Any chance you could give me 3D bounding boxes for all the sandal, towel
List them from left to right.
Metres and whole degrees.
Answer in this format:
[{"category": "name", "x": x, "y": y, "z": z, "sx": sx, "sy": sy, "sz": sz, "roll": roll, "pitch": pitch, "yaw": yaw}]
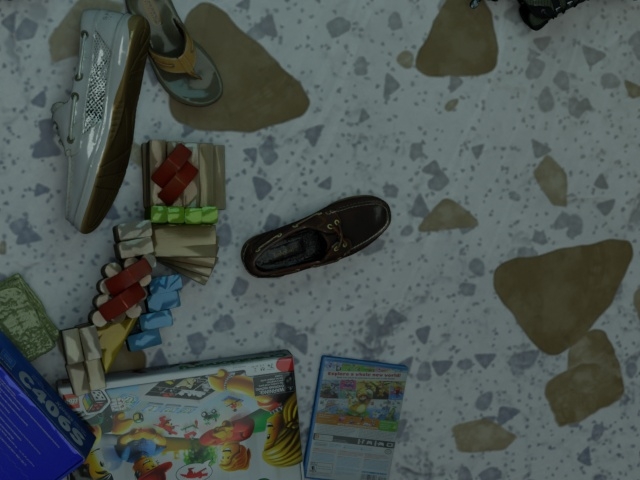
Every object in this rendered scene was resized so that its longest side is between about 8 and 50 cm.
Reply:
[{"category": "towel", "x": -0.412, "y": 0.120, "z": 1.967, "sx": 0.148, "sy": 0.027, "sz": 0.110, "roll": -32, "pitch": 104, "yaw": -6}, {"category": "sandal", "x": -0.185, "y": -0.244, "z": 1.949, "sx": 0.072, "sy": 0.049, "sz": 0.180, "roll": -31, "pitch": 103, "yaw": -6}]

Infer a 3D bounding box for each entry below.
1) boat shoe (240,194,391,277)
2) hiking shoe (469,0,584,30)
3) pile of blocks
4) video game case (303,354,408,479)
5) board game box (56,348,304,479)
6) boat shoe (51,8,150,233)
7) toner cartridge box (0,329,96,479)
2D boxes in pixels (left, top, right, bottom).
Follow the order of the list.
[{"category": "boat shoe", "x": 0.000, "y": 0.000, "z": 2.013, "sx": 0.207, "sy": 0.073, "sz": 0.073, "roll": -23, "pitch": 100, "yaw": -9}, {"category": "hiking shoe", "x": 0.307, "y": -0.328, "z": 2.033, "sx": 0.226, "sy": 0.086, "sz": 0.114, "roll": 11, "pitch": 109, "yaw": -7}, {"category": "pile of blocks", "x": -0.205, "y": 0.035, "z": 1.927, "sx": 0.149, "sy": 0.112, "sz": 0.362, "roll": 25, "pitch": 84, "yaw": -10}, {"category": "video game case", "x": 0.046, "y": 0.241, "z": 2.086, "sx": 0.119, "sy": 0.015, "sz": 0.166, "roll": 8, "pitch": 97, "yaw": -12}, {"category": "board game box", "x": -0.178, "y": 0.257, "z": 2.022, "sx": 0.305, "sy": 0.053, "sz": 0.193, "roll": -7, "pitch": 99, "yaw": -10}, {"category": "boat shoe", "x": -0.284, "y": -0.149, "z": 1.928, "sx": 0.096, "sy": 0.098, "sz": 0.277, "roll": 15, "pitch": 98, "yaw": 10}, {"category": "toner cartridge box", "x": -0.451, "y": 0.173, "z": 1.911, "sx": 0.165, "sy": 0.075, "sz": 0.348, "roll": -37, "pitch": 100, "yaw": 12}]
